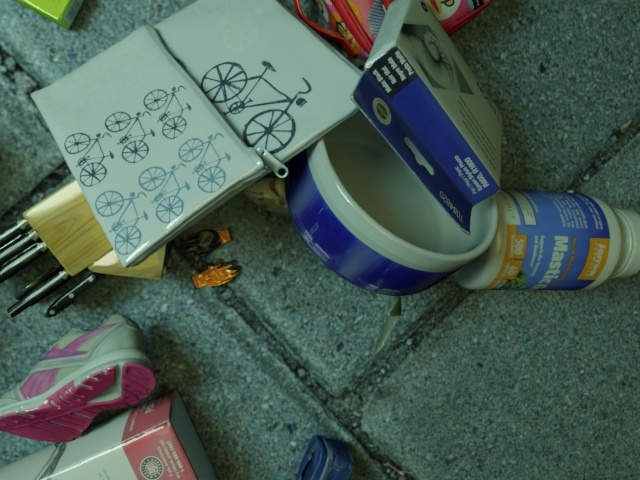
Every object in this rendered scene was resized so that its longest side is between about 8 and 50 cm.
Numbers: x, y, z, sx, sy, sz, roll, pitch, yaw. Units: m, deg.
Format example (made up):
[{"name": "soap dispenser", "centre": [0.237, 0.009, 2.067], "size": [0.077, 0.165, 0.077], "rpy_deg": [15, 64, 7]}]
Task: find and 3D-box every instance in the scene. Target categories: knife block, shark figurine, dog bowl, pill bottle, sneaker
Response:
[{"name": "knife block", "centre": [-0.311, -0.036, 0.609], "size": [0.242, 0.088, 0.275], "rpy_deg": [10, 94, -14]}, {"name": "shark figurine", "centre": [0.025, 0.009, 0.673], "size": [0.278, 0.116, 0.166], "rpy_deg": [45, 43, 0]}, {"name": "dog bowl", "centre": [0.092, -0.066, 0.613], "size": [0.265, 0.104, 0.264], "rpy_deg": [15, 53, -22]}, {"name": "pill bottle", "centre": [0.343, 0.001, 0.721], "size": [0.272, 0.152, 0.152], "rpy_deg": [2, 96, -12]}, {"name": "sneaker", "centre": [-0.325, 0.182, 0.630], "size": [0.253, 0.111, 0.103], "rpy_deg": [-25, 134, 10]}]

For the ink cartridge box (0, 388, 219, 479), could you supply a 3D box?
[{"name": "ink cartridge box", "centre": [-0.294, 0.364, 0.640], "size": [0.283, 0.117, 0.207], "rpy_deg": [-22, 100, -10]}]

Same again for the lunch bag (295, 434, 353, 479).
[{"name": "lunch bag", "centre": [-0.001, 0.355, 0.728], "size": [0.065, 0.067, 0.098], "rpy_deg": [22, 92, -13]}]

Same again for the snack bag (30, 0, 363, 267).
[{"name": "snack bag", "centre": [-0.144, -0.174, 0.560], "size": [0.343, 0.037, 0.323], "rpy_deg": [-35, 62, -7]}]

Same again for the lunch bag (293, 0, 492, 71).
[{"name": "lunch bag", "centre": [0.072, -0.386, 0.645], "size": [0.258, 0.120, 0.293], "rpy_deg": [-36, 104, -2]}]

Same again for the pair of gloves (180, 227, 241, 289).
[{"name": "pair of gloves", "centre": [-0.158, 0.026, 0.689], "size": [0.074, 0.010, 0.083], "rpy_deg": [-16, 98, -10]}]

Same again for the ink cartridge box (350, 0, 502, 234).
[{"name": "ink cartridge box", "centre": [0.142, -0.156, 0.559], "size": [0.223, 0.045, 0.223], "rpy_deg": [43, 45, -26]}]

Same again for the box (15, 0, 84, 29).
[{"name": "box", "centre": [-0.378, -0.358, 0.584], "size": [0.178, 0.042, 0.108], "rpy_deg": [28, 89, -12]}]
